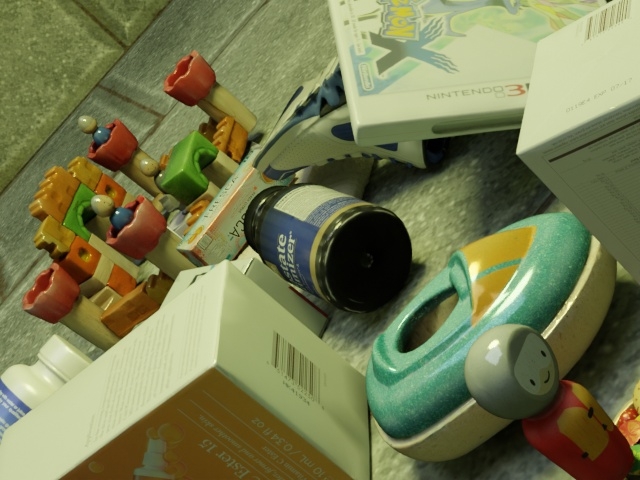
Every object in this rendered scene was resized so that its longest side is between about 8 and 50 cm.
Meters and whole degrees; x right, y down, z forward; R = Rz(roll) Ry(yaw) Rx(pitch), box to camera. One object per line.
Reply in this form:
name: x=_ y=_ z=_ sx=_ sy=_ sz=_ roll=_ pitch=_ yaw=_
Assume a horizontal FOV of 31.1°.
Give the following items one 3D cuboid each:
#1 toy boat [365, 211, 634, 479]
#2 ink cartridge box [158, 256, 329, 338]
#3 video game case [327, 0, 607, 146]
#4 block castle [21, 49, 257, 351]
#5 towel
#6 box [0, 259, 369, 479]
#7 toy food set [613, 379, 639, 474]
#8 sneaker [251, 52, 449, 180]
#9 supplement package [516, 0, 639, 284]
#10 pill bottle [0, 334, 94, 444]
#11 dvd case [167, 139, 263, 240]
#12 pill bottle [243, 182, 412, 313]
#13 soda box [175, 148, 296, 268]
toy boat: x=0.146 y=0.083 z=0.944 sx=0.267 sy=0.148 sz=0.318 roll=-45 pitch=17 yaw=5
ink cartridge box: x=-0.096 y=0.091 z=1.384 sx=0.175 sy=0.127 sz=0.072 roll=-12 pitch=45 yaw=54
video game case: x=0.164 y=-0.240 z=1.261 sx=0.300 sy=0.036 sz=0.329 roll=-7 pitch=48 yaw=-2
block castle: x=-0.295 y=-0.076 z=1.817 sx=0.303 sy=0.213 sz=0.453 roll=-34 pitch=29 yaw=33
towel: x=-0.046 y=-0.026 z=1.575 sx=0.282 sy=0.049 sz=0.187 roll=-29 pitch=31 yaw=36
box: x=-0.148 y=0.220 z=1.166 sx=0.345 sy=0.215 sz=0.168 roll=-37 pitch=26 yaw=23
toy food set: x=0.250 y=0.140 z=0.868 sx=0.083 sy=0.020 sz=0.082 roll=-45 pitch=24 yaw=5
sneaker: x=0.058 y=-0.141 z=1.442 sx=0.315 sy=0.182 sz=0.127 roll=-40 pitch=17 yaw=47
supplement package: x=0.276 y=-0.054 z=0.844 sx=0.139 sy=0.244 sz=0.134 roll=-25 pitch=33 yaw=39
pill bottle: x=-0.416 y=0.271 z=1.611 sx=0.272 sy=0.152 sz=0.152 roll=-51 pitch=24 yaw=-8
dvd case: x=-0.169 y=-0.071 z=1.882 sx=0.221 sy=0.018 sz=0.164 roll=-50 pitch=24 yaw=-4
pill bottle: x=0.000 y=0.000 z=1.339 sx=0.123 sy=0.123 sz=0.219 roll=-52 pitch=32 yaw=-10
soda box: x=-0.116 y=-0.040 z=1.583 sx=0.183 sy=0.058 sz=0.063 roll=-53 pitch=23 yaw=-16
